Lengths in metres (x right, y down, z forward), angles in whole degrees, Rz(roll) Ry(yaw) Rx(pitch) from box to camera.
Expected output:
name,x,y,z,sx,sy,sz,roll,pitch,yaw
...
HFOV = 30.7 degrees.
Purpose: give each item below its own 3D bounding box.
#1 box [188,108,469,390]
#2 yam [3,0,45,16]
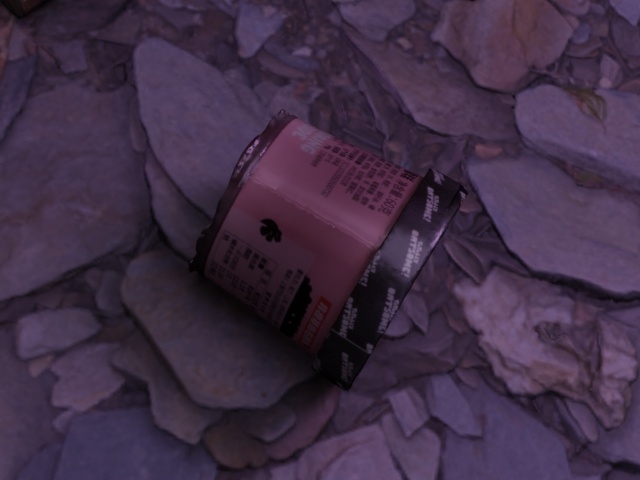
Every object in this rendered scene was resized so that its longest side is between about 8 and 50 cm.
name,x,y,z,sx,sy,sz,roll,pitch,yaw
box,0.000,0.000,0.747,0.135,0.151,0.151,29,65,4
yam,-0.169,-0.213,0.835,0.032,0.032,0.145,42,66,1
